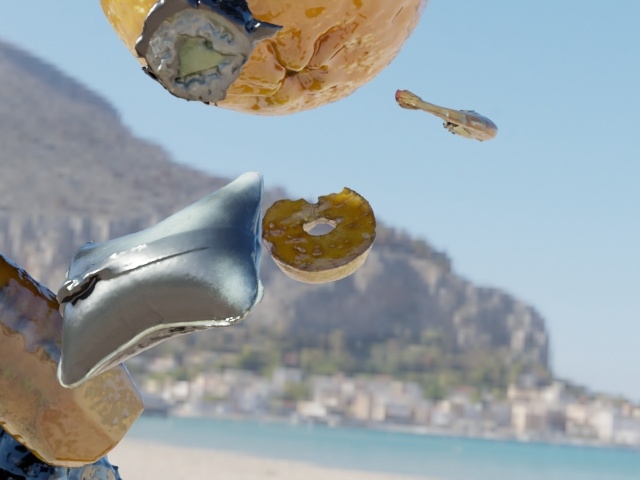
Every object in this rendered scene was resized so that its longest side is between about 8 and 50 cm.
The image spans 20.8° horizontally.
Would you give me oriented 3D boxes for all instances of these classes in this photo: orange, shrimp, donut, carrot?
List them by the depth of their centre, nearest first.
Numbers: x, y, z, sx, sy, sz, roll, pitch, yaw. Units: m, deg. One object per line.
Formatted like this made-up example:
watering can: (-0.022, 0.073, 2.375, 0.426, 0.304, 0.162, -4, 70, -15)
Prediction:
shrimp: (0.094, -0.100, 1.366, 0.083, 0.023, 0.114, 20, 3, -10)
carrot: (-0.272, 0.060, 1.389, 0.302, 0.114, 0.114, 45, -22, -19)
donut: (0.000, 0.000, 1.626, 0.108, 0.097, 0.043, -6, -38, 5)
orange: (-0.046, -0.274, 1.630, 0.340, 0.293, 0.341, -15, -24, -7)

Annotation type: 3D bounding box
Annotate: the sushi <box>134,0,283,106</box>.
sushi: (-0.094, -0.166, 1.400, 0.094, 0.098, 0.084, 39, 14, -10)

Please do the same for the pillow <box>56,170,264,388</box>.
pillow: (-0.083, 0.021, 0.903, 0.135, 0.055, 0.091, -21, 21, 25)

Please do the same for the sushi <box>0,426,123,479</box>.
sushi: (-0.339, 0.346, 1.874, 0.328, 0.285, 0.329, -37, -20, -12)
